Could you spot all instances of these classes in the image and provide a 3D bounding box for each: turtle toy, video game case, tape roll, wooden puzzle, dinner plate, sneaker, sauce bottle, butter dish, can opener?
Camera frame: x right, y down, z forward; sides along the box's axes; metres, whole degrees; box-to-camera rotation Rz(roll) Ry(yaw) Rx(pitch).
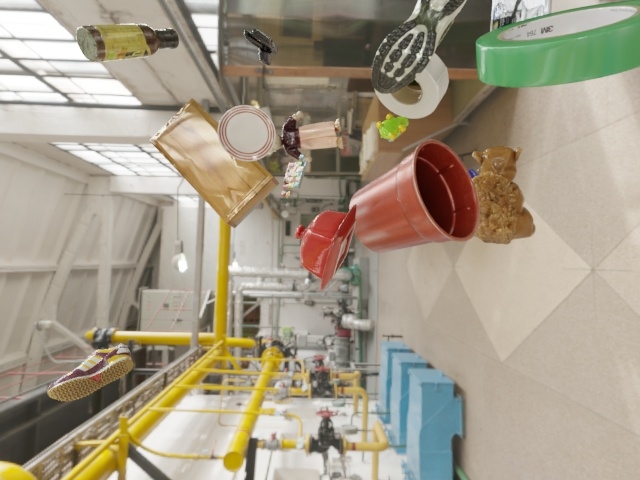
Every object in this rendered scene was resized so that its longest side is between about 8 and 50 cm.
[{"bbox_3d":[0.279,-0.427,1.543,0.095,0.130,0.066,50,175,21],"label":"turtle toy"},{"bbox_3d":[0.592,-0.691,1.205,0.173,0.022,0.190,2,85,50],"label":"video game case"},{"bbox_3d":[0.481,-0.390,0.805,0.321,0.322,0.077,-91,-14,-59],"label":"tape roll"},{"bbox_3d":[0.359,-0.629,1.624,0.100,0.286,0.286,-56,-12,-22],"label":"tape roll"},{"bbox_3d":[-0.046,-0.114,0.717,0.049,0.006,0.083,7,79,50],"label":"wooden puzzle"},{"bbox_3d":[-0.183,-0.266,1.012,0.017,0.142,0.141,-97,8,-58],"label":"dinner plate"},{"bbox_3d":[-0.562,0.319,0.997,0.084,0.186,0.069,40,139,45],"label":"sneaker"},{"bbox_3d":[-0.649,-0.691,1.411,0.344,0.112,0.111,-35,-43,-45],"label":"sauce bottle"},{"bbox_3d":[0.319,-0.632,1.284,0.410,0.158,0.182,-52,-7,13],"label":"sneaker"},{"bbox_3d":[0.000,0.000,0.903,0.159,0.119,0.160,-57,-15,-50],"label":"butter dish"},{"bbox_3d":[-0.170,-0.581,1.201,0.186,0.059,0.073,-24,-77,-79],"label":"can opener"}]

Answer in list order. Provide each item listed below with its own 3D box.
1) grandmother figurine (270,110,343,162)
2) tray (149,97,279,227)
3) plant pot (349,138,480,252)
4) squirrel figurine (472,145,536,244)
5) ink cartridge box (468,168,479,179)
[{"bbox_3d":[-0.085,-0.427,1.681,0.104,0.343,0.207,15,-113,-83],"label":"grandmother figurine"},{"bbox_3d":[-0.346,-0.254,1.307,0.203,0.411,0.076,-45,-17,0],"label":"tray"},{"bbox_3d":[0.239,-0.093,1.111,0.265,0.273,0.272,-23,60,48],"label":"plant pot"},{"bbox_3d":[0.711,-0.189,1.633,0.397,0.281,0.369,-23,-65,-56],"label":"squirrel figurine"},{"bbox_3d":[0.622,-0.204,1.894,0.175,0.371,0.069,55,169,26],"label":"ink cartridge box"}]
